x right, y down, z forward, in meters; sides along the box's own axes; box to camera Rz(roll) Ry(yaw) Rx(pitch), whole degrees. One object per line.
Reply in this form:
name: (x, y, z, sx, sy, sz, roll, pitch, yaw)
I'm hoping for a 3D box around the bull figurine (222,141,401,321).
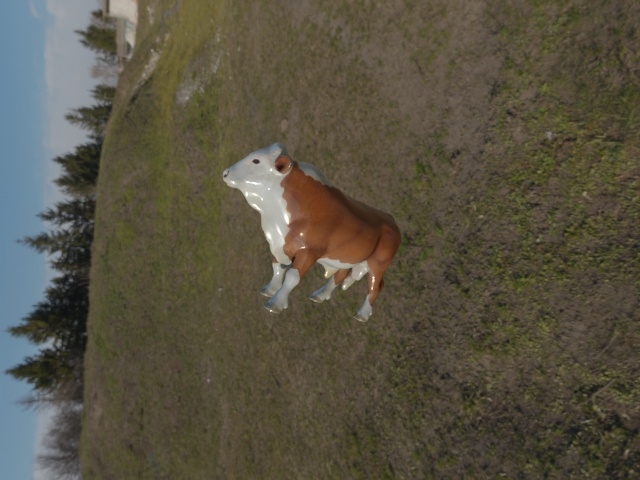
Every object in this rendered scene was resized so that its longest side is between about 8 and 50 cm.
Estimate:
bull figurine: (0.000, 0.000, 0.556, 0.101, 0.310, 0.189, 26, 96, 48)
